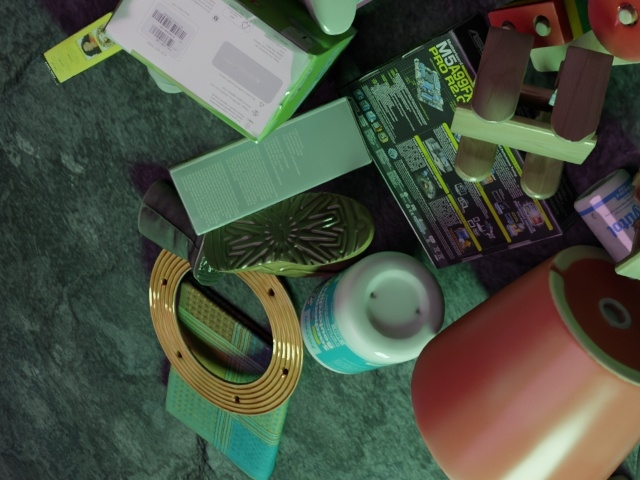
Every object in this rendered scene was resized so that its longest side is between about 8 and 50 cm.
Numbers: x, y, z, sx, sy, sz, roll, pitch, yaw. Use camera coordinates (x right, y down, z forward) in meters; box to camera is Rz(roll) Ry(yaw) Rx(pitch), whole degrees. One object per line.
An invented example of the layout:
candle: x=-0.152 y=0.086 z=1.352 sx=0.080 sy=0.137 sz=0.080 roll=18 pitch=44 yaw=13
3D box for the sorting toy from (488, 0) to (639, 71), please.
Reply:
sorting toy: x=0.250 y=-0.281 z=0.970 sx=0.255 sy=0.089 sz=0.257 roll=6 pitch=120 yaw=55

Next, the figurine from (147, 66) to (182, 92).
figurine: x=-0.150 y=-0.294 z=1.413 sx=0.210 sy=0.092 sz=0.214 roll=16 pitch=130 yaw=32

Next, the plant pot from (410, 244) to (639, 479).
plant pot: x=0.277 y=0.152 z=1.199 sx=0.275 sy=0.275 sz=0.243 roll=44 pitch=132 yaw=11

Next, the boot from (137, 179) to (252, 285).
boot: x=-0.207 y=-0.046 z=1.669 sx=0.208 sy=0.076 sz=0.189 roll=43 pitch=110 yaw=47

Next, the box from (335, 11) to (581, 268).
box: x=0.165 y=-0.110 z=1.252 sx=0.216 sy=0.060 sz=0.270 roll=-21 pitch=103 yaw=50

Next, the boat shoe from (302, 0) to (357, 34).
boat shoe: x=-0.018 y=-0.307 z=1.099 sx=0.063 sy=0.066 sz=0.184 roll=8 pitch=127 yaw=59

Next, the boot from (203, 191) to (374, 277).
boot: x=0.000 y=0.000 z=1.378 sx=0.236 sy=0.269 sz=0.089 roll=-6 pitch=84 yaw=23

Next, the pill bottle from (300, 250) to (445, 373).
pill bottle: x=0.059 y=0.108 z=1.430 sx=0.146 sy=0.146 sz=0.264 roll=53 pitch=159 yaw=0

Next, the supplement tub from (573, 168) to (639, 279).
supplement tub: x=0.338 y=-0.019 z=1.138 sx=0.107 sy=0.071 sz=0.071 roll=52 pitch=142 yaw=1

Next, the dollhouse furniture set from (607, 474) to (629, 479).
dollhouse furniture set: x=0.435 y=0.462 z=1.305 sx=0.151 sy=0.197 sz=0.301 roll=-25 pitch=100 yaw=53

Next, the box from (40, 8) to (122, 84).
box: x=-0.337 y=-0.309 z=1.587 sx=0.232 sy=0.087 sz=0.058 roll=-13 pitch=111 yaw=48

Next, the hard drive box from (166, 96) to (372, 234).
hard drive box: x=-0.071 y=-0.096 z=1.311 sx=0.181 sy=0.232 sz=0.089 roll=-155 pitch=42 yaw=-79

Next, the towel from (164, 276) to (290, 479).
towel: x=-0.169 y=0.263 z=1.896 sx=0.271 sy=0.040 sz=0.370 roll=34 pitch=136 yaw=20

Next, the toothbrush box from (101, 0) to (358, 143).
toothbrush box: x=-0.090 y=-0.242 z=1.187 sx=0.206 sy=0.283 sz=0.122 roll=36 pitch=112 yaw=-2

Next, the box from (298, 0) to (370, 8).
box: x=-0.015 y=-0.410 z=1.158 sx=0.243 sy=0.117 sz=0.213 roll=40 pitch=140 yaw=15

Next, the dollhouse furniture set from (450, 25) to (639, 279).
dollhouse furniture set: x=0.245 y=-0.073 z=1.023 sx=0.242 sy=0.161 sz=0.212 roll=15 pitch=170 yaw=5

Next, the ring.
ring: x=-0.160 y=0.139 z=1.750 sx=0.337 sy=0.032 sz=0.336 roll=15 pitch=117 yaw=31

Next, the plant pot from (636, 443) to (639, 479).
plant pot: x=0.473 y=0.292 z=1.139 sx=0.293 sy=0.196 sz=0.293 roll=26 pitch=134 yaw=30
